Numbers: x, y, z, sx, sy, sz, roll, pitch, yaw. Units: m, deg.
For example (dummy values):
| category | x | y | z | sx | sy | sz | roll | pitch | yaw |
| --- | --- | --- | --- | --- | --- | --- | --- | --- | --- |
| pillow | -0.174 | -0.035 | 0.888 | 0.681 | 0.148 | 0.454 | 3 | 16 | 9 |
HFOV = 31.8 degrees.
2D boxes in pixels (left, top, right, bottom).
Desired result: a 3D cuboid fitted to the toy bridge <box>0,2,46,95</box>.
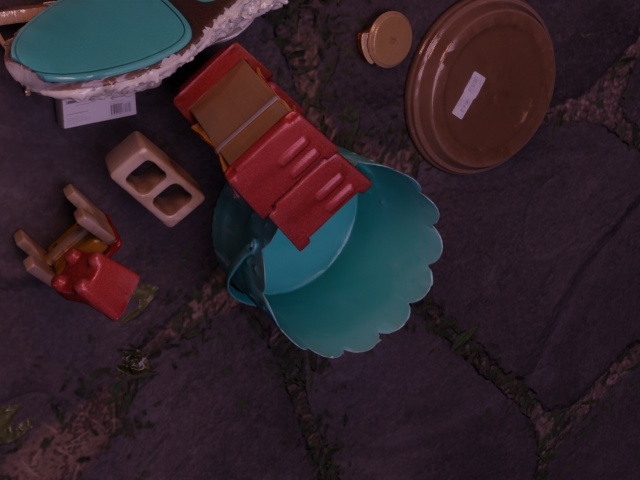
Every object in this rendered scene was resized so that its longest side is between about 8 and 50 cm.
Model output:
| category | x | y | z | sx | sy | sz | roll | pitch | yaw |
| --- | --- | --- | --- | --- | --- | --- | --- | --- | --- |
| toy bridge | -0.338 | -0.252 | 1.253 | 0.063 | 0.026 | 0.188 | -13 | 117 | -26 |

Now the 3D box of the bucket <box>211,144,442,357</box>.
| category | x | y | z | sx | sy | sz | roll | pitch | yaw |
| --- | --- | --- | --- | --- | --- | --- | --- | --- | --- |
| bucket | 0.000 | 0.000 | 1.492 | 0.281 | 0.183 | 0.281 | -13 | 117 | -28 |

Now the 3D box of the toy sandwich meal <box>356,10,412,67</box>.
| category | x | y | z | sx | sy | sz | roll | pitch | yaw |
| --- | --- | --- | --- | --- | --- | --- | --- | --- | --- |
| toy sandwich meal | 0.088 | -0.273 | 1.532 | 0.085 | 0.029 | 0.086 | -14 | 114 | -33 |

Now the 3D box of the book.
| category | x | y | z | sx | sy | sz | roll | pitch | yaw |
| --- | --- | --- | --- | --- | --- | --- | --- | --- | --- |
| book | -0.267 | -0.210 | 1.317 | 0.096 | 0.035 | 0.144 | -16 | 118 | -32 |

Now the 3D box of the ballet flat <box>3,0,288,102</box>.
| category | x | y | z | sx | sy | sz | roll | pitch | yaw |
| --- | --- | --- | --- | --- | --- | --- | --- | --- | --- |
| ballet flat | -0.166 | -0.246 | 1.289 | 0.409 | 0.147 | 0.147 | -34 | 126 | -26 |

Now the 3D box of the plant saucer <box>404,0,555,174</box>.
| category | x | y | z | sx | sy | sz | roll | pitch | yaw |
| --- | --- | --- | --- | --- | --- | --- | --- | --- | --- |
| plant saucer | 0.245 | -0.224 | 1.652 | 0.277 | 0.041 | 0.278 | -14 | 118 | -28 |

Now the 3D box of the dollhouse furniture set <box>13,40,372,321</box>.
| category | x | y | z | sx | sy | sz | roll | pitch | yaw |
| --- | --- | --- | --- | --- | --- | --- | --- | --- | --- |
| dollhouse furniture set | -0.156 | -0.032 | 1.314 | 0.374 | 0.201 | 0.152 | -41 | 133 | 6 |
